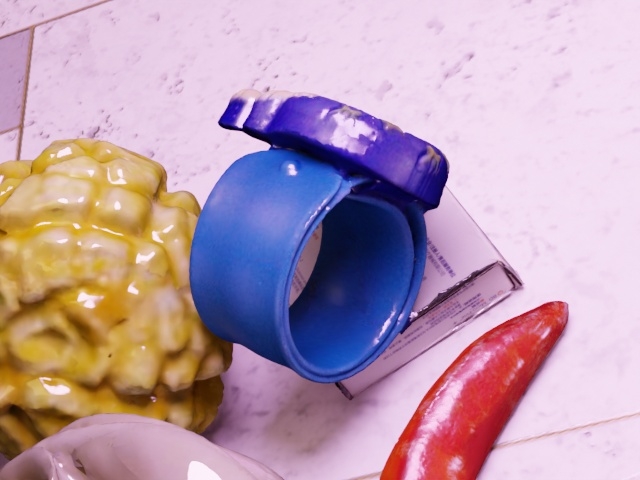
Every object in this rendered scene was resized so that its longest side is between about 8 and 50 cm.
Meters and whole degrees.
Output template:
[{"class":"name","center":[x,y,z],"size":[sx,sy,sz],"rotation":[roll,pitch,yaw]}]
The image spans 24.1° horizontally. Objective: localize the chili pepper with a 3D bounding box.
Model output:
[{"class":"chili pepper","center":[0.101,0.142,1.104],"size":[0.272,0.071,0.063],"rotation":[-55,11,-24]}]

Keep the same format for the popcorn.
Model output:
[{"class":"popcorn","center":[-0.180,0.057,1.186],"size":[0.224,0.270,0.257],"rotation":[-5,62,7]}]

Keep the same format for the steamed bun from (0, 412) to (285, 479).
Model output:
[{"class":"steamed bun","center":[-0.153,0.268,0.953],"size":[0.342,0.255,0.367],"rotation":[-23,30,51]}]

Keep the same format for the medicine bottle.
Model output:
[{"class":"medicine bottle","center":[0.044,0.011,1.239],"size":[0.171,0.052,0.201],"rotation":[-34,47,0]}]

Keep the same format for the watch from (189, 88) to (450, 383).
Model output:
[{"class":"watch","center":[0.000,-0.001,1.124],"size":[0.171,0.196,0.200],"rotation":[18,84,46]}]
